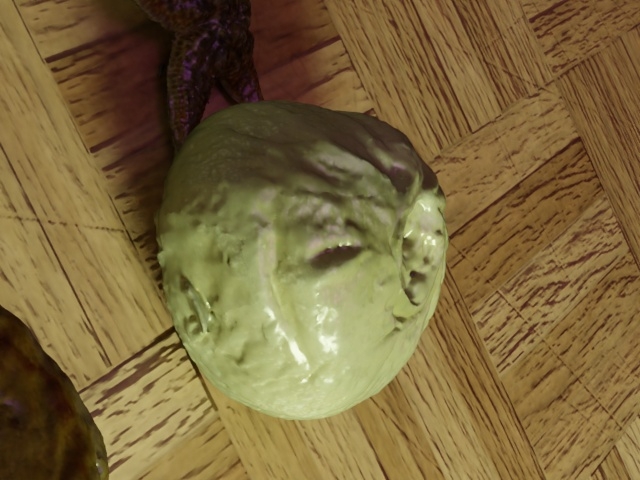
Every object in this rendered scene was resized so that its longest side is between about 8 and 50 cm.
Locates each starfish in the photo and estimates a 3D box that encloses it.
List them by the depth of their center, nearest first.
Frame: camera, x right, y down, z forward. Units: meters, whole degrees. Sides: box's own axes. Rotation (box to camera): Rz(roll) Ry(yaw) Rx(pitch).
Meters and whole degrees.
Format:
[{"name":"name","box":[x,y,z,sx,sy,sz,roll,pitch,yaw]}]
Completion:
[{"name":"starfish","box":[-0.097,-0.168,1.001,0.138,0.050,0.247,-39,117,-55]}]

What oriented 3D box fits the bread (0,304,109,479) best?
[{"name":"bread","box":[-0.213,0.119,0.674,0.230,0.123,0.230,35,38,-34]}]

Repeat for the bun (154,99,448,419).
[{"name":"bun","box":[0.000,0.000,0.958,0.244,0.153,0.243,22,62,-50]}]
